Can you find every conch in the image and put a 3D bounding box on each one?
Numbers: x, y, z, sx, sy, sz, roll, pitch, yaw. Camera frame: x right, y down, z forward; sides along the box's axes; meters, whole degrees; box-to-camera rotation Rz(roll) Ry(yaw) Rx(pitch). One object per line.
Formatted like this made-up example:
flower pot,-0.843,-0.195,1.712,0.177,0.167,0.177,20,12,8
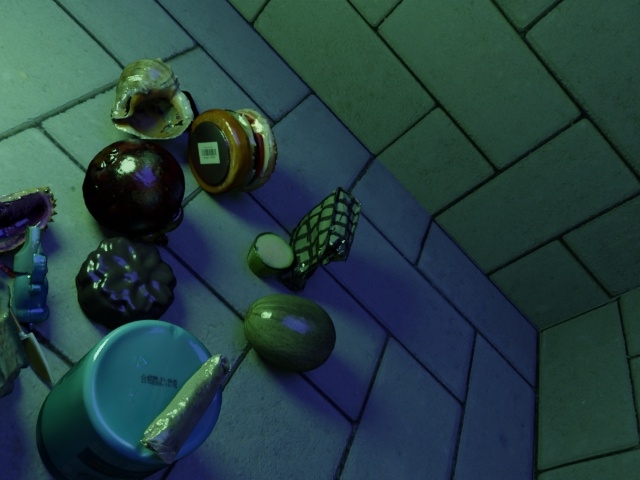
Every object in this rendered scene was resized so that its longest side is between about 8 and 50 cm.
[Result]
conch,-0.625,-0.479,1.877,0.297,0.210,0.352,41,60,-15

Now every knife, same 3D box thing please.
knife,-0.732,0.247,1.284,0.256,0.046,0.022,64,10,-4

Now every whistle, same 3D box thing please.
whistle,-0.741,0.096,1.330,0.093,0.180,0.269,5,92,-32

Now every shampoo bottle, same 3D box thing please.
shampoo bottle,-0.454,0.397,1.237,0.331,0.342,0.331,27,44,-29

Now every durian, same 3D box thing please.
durian,-0.841,-0.065,1.370,0.186,0.154,0.260,27,32,33

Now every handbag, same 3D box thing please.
handbag,0.000,0.000,2.017,0.162,0.325,0.327,36,41,-17

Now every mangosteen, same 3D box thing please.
mangosteen,-0.561,-0.146,1.619,0.359,0.306,0.306,57,23,-51

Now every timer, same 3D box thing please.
timer,-0.557,-0.528,2.085,0.144,0.055,0.187,-11,70,-49

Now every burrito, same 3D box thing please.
burrito,-0.281,0.352,1.125,0.082,0.059,0.275,51,37,-14

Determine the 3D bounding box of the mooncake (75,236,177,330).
mooncake,-0.559,0.120,1.514,0.283,0.141,0.283,28,44,-31

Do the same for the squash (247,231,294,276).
squash,-0.198,0.059,1.935,0.170,0.123,0.170,25,46,-29

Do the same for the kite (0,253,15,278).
kite,-0.880,0.044,1.351,0.189,0.009,0.232,39,40,-18

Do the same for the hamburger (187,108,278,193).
hamburger,-0.329,-0.338,1.956,0.250,0.330,0.330,-19,75,-45

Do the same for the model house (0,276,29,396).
model house,-0.791,0.212,1.134,0.284,0.243,0.298,-147,-141,-82

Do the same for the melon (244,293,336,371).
melon,-0.101,0.307,1.746,0.329,0.248,0.249,27,44,-24
